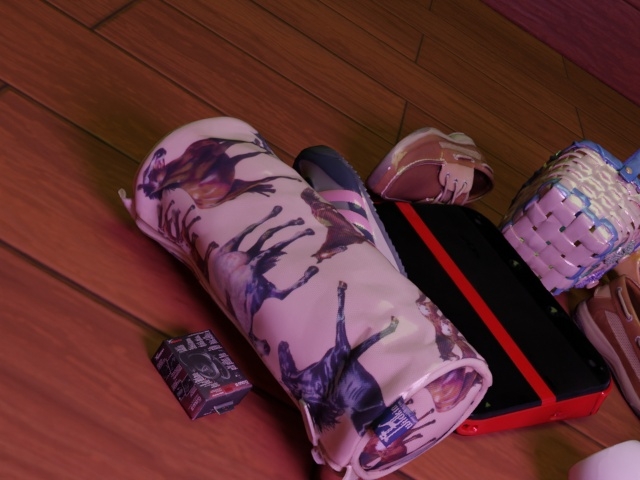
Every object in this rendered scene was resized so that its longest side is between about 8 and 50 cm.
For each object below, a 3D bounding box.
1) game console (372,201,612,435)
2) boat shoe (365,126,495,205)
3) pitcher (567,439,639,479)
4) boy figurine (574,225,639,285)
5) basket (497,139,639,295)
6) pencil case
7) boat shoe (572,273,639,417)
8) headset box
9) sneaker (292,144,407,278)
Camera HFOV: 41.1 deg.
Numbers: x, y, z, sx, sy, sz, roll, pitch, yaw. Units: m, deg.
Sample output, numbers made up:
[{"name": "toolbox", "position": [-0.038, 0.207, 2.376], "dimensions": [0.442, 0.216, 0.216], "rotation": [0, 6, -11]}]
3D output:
[{"name": "game console", "position": [0.196, 0.089, 1.172], "dimensions": [0.342, 0.060, 0.387], "rotation": [-1, 44, -38]}, {"name": "boat shoe", "position": [0.192, -0.104, 1.372], "dimensions": [0.116, 0.123, 0.324], "rotation": [49, 34, 19]}, {"name": "pitcher", "position": [0.328, 0.328, 0.900], "dimensions": [0.177, 0.125, 0.207], "rotation": [-5, 58, -28]}, {"name": "boy figurine", "position": [0.548, 0.051, 1.469], "dimensions": [0.177, 0.092, 0.285], "rotation": [51, -5, -26]}, {"name": "basket", "position": [0.423, -0.042, 1.393], "dimensions": [0.201, 0.255, 0.289], "rotation": [44, 48, 6]}, {"name": "pencil case", "position": [-0.031, 0.048, 0.857], "dimensions": [0.183, 0.160, 0.410], "rotation": [-31, 61, -24]}, {"name": "boat shoe", "position": [0.510, 0.184, 1.274], "dimensions": [0.122, 0.120, 0.324], "rotation": [4, 41, -42]}, {"name": "headset box", "position": [-0.110, 0.129, 0.810], "dimensions": [0.062, 0.032, 0.083], "rotation": [-9, 53, -51]}, {"name": "sneaker", "position": [0.000, 0.000, 1.028], "dimensions": [0.131, 0.112, 0.319], "rotation": [-9, 46, -19]}]
